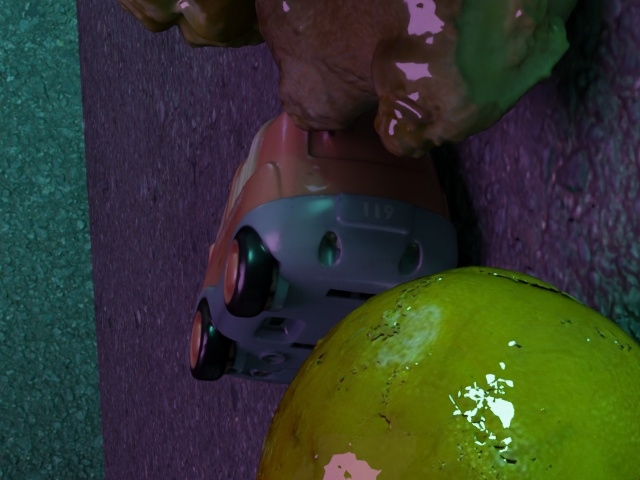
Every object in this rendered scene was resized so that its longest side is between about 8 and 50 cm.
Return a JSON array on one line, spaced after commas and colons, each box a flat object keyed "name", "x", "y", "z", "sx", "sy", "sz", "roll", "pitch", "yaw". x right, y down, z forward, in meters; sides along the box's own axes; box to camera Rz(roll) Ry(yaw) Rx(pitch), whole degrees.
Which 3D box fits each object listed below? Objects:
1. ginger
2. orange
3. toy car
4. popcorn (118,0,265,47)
[{"name": "ginger", "x": 0.055, "y": -0.146, "z": 0.767, "sx": 0.276, "sy": 0.130, "sz": 0.221, "roll": -32, "pitch": 54, "yaw": 47}, {"name": "orange", "x": 0.083, "y": 0.135, "z": 0.638, "sx": 0.240, "sy": 0.240, "sz": 0.240, "roll": 178, "pitch": 90, "yaw": -70}, {"name": "toy car", "x": 0.000, "y": 0.000, "z": 0.966, "sx": 0.270, "sy": 0.181, "sz": 0.212, "roll": 121, "pitch": 152, "yaw": -56}, {"name": "popcorn", "x": -0.089, "y": -0.332, "z": 1.030, "sx": 0.274, "sy": 0.279, "sz": 0.335, "roll": -89, "pitch": -7, "yaw": -64}]
